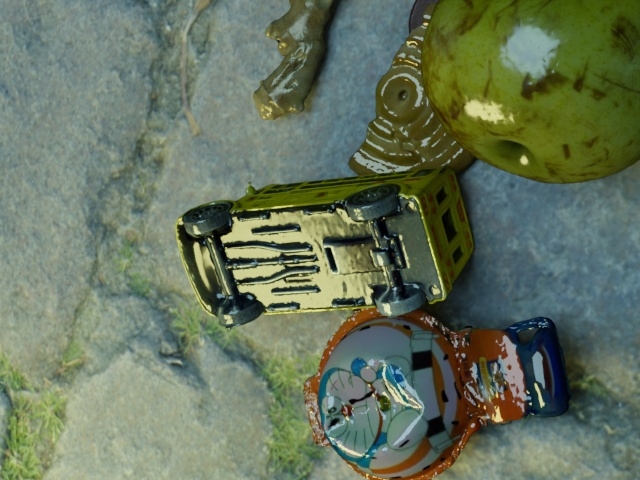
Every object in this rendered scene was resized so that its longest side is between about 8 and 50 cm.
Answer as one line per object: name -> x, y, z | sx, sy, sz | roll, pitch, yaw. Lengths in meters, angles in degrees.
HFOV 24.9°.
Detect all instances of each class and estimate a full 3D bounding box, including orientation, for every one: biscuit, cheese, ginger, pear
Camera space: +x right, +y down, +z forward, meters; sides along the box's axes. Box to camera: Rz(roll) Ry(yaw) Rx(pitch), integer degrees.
biscuit -> 0.127, -0.144, 1.657 | 0.144, 0.033, 0.224 | 35, 111, 16
cheese -> 0.121, 0.164, 1.615 | 0.329, 0.129, 0.217 | -13, 83, 31
ginger -> -0.019, -0.281, 1.752 | 0.089, 0.075, 0.288 | 24, 106, 36
pear -> 0.243, -0.196, 1.472 | 0.283, 0.283, 0.284 | -1, 89, 33

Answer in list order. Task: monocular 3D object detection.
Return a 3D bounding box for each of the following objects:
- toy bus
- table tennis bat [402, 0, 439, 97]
toy bus -> 0.000, 0.000, 1.673 | 0.330, 0.152, 0.144 | -5, 114, 31
table tennis bat -> 0.134, -0.232, 1.678 | 0.098, 0.019, 0.155 | 34, 104, 28
